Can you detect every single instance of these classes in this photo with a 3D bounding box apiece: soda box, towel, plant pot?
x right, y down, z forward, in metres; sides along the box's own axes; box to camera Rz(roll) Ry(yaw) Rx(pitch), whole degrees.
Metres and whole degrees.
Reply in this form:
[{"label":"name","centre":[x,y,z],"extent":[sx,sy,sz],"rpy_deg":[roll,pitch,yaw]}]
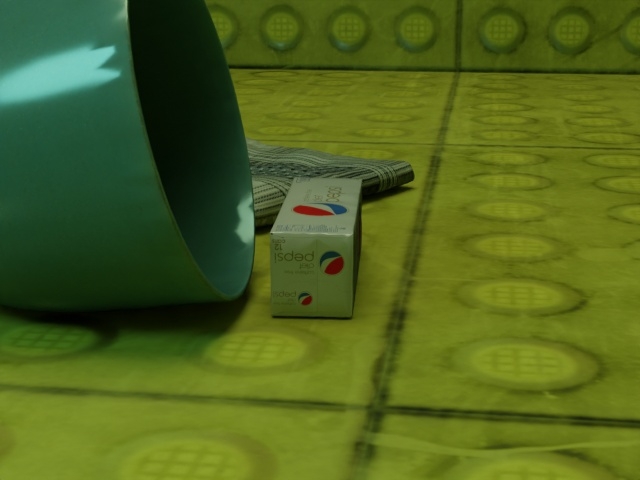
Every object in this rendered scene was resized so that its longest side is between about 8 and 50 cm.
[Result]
[{"label":"soda box","centre":[0.000,0.000,0.987],"extent":[0.069,0.073,0.216],"rpy_deg":[1,15,4]},{"label":"towel","centre":[-0.097,-0.086,1.351],"extent":[0.324,0.056,0.312],"rpy_deg":[11,18,37]},{"label":"plant pot","centre":[-0.206,-0.073,0.897],"extent":[0.235,0.293,0.293],"rpy_deg":[-12,13,10]}]
